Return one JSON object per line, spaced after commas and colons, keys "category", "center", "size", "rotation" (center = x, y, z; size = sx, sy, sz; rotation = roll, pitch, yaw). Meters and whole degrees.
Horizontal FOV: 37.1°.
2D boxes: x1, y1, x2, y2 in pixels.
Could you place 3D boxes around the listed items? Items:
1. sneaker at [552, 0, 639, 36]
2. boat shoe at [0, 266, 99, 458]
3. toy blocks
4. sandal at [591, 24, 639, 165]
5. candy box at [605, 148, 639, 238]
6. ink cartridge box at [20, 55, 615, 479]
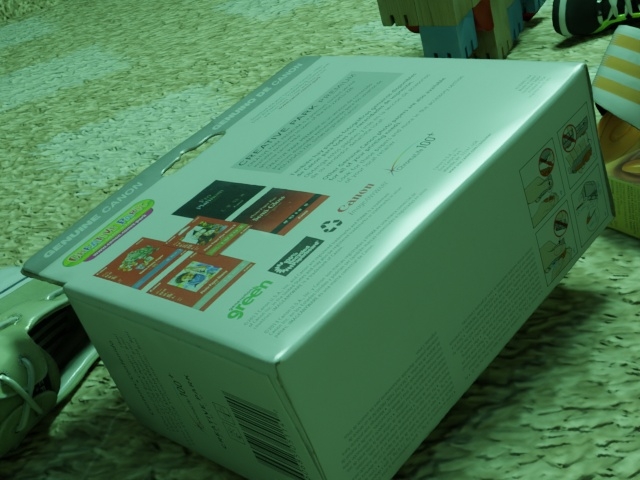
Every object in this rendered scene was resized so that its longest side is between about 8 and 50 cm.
{"category": "sneaker", "center": [0.397, -0.313, 1.188], "size": [0.235, 0.084, 0.097], "rotation": [-24, 29, -20]}
{"category": "boat shoe", "center": [-0.229, 0.093, 0.658], "size": [0.094, 0.109, 0.302], "rotation": [-5, 24, 13]}
{"category": "toy blocks", "center": [0.177, -0.338, 1.177], "size": [0.191, 0.260, 0.381], "rotation": [7, 39, 32]}
{"category": "sandal", "center": [0.294, -0.174, 0.822], "size": [0.265, 0.076, 0.102], "rotation": [-56, 17, 5]}
{"category": "candy box", "center": [0.306, -0.028, 0.697], "size": [0.109, 0.053, 0.187], "rotation": [-24, 29, -23]}
{"category": "ink cartridge box", "center": [0.000, 0.000, 0.656], "size": [0.272, 0.130, 0.309], "rotation": [14, 45, 44]}
